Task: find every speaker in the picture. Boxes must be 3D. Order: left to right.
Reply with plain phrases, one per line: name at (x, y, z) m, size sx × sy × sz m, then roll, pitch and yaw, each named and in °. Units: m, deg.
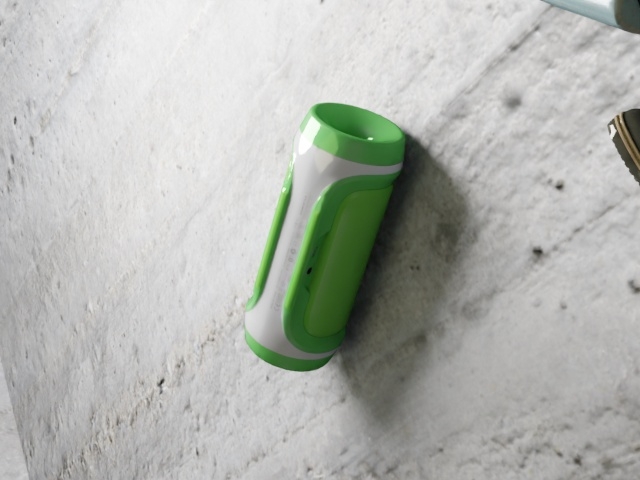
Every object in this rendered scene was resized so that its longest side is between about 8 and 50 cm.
speaker at (0.000, 0.000, 1.138) m, size 0.131 × 0.131 × 0.297 m, roll 43°, pitch 126°, yaw 42°

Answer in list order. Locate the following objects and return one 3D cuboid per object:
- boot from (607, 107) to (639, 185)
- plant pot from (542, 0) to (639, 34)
boot at (0.328, -0.063, 0.758) m, size 0.198 × 0.076 × 0.137 m, roll 50°, pitch 127°, yaw 20°
plant pot at (0.254, -0.273, 0.698) m, size 0.252 × 0.247 × 0.247 m, roll -139°, pitch 54°, yaw -62°
